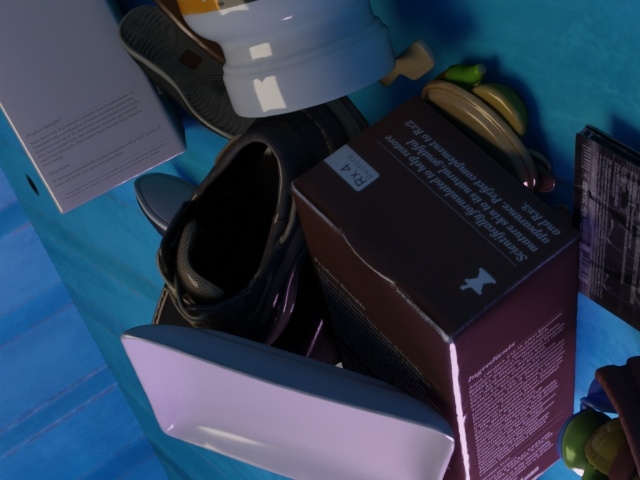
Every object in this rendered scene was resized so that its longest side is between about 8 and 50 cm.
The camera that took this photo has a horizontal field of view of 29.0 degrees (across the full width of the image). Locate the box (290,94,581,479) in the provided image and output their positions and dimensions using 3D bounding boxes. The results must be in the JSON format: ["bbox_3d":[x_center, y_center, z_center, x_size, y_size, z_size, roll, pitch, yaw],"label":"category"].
[{"bbox_3d":[0.108,0.077,1.064,0.191,0.143,0.381,45,165,30],"label":"box"}]

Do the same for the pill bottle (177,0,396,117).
[{"bbox_3d":[-0.044,-0.243,0.913,0.162,0.162,0.278,16,127,61],"label":"pill bottle"}]

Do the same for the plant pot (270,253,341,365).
[{"bbox_3d":[0.000,0.000,1.212,0.188,0.187,0.167,50,143,19],"label":"plant pot"}]

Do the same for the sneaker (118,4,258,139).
[{"bbox_3d":[-0.125,-0.173,1.400,0.222,0.083,0.118,43,174,20],"label":"sneaker"}]

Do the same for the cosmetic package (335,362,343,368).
[{"bbox_3d":[0.047,0.139,1.432,0.231,0.085,0.117,58,161,3],"label":"cosmetic package"}]

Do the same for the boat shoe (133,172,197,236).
[{"bbox_3d":[-0.168,-0.005,1.707,0.254,0.095,0.079,35,141,27],"label":"boat shoe"}]

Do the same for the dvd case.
[{"bbox_3d":[0.262,0.030,0.846,0.221,0.018,0.164,37,152,34],"label":"dvd case"}]

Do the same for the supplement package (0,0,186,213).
[{"bbox_3d":[-0.309,-0.213,1.531,0.293,0.177,0.175,63,180,-16],"label":"supplement package"}]

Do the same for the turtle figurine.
[{"bbox_3d":[0.273,0.239,0.909,0.198,0.275,0.266,28,169,-27],"label":"turtle figurine"}]

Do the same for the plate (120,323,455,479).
[{"bbox_3d":[-0.021,0.154,1.081,0.278,0.045,0.277,16,155,9],"label":"plate"}]

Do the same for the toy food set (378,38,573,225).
[{"bbox_3d":[0.133,-0.084,0.981,0.192,0.038,0.132,48,166,-7],"label":"toy food set"}]

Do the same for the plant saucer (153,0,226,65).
[{"bbox_3d":[-0.104,-0.245,1.149,0.310,0.050,0.310,40,167,11],"label":"plant saucer"}]

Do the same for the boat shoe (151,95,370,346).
[{"bbox_3d":[-0.086,0.008,1.087,0.132,0.130,0.355,46,129,21],"label":"boat shoe"}]
